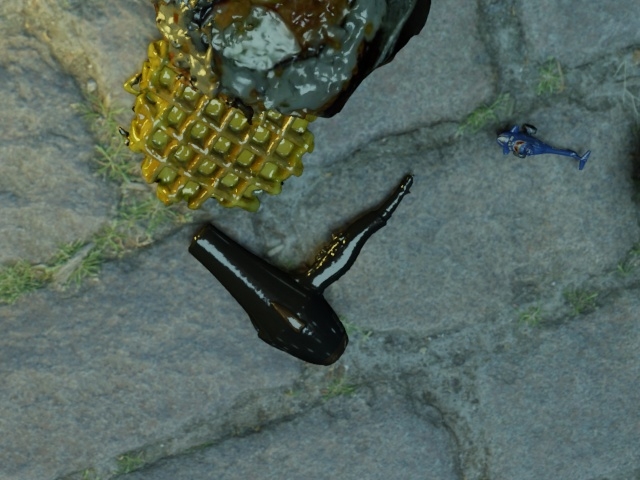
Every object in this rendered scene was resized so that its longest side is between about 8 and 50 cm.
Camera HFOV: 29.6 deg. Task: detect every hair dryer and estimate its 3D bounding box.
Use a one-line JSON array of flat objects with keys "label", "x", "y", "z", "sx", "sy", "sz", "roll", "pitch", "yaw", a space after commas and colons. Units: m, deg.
[{"label": "hair dryer", "x": 0.000, "y": 0.000, "z": 1.920, "sx": 0.303, "sy": 0.120, "sz": 0.359, "roll": 44, "pitch": 92, "yaw": -11}]

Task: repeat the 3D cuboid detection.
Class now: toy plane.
[{"label": "toy plane", "x": 0.348, "y": -0.145, "z": 1.912, "sx": 0.167, "sy": 0.062, "sz": 0.054, "roll": 9, "pitch": 114, "yaw": -26}]

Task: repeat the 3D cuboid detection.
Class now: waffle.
[{"label": "waffle", "x": -0.146, "y": -0.186, "z": 1.798, "sx": 0.329, "sy": 0.062, "sz": 0.329, "roll": -4, "pitch": 118, "yaw": -8}]

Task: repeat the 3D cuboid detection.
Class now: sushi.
[{"label": "sushi", "x": -0.049, "y": -0.355, "z": 1.622, "sx": 0.417, "sy": 0.176, "sz": 0.418, "roll": -11, "pitch": 116, "yaw": -23}]
